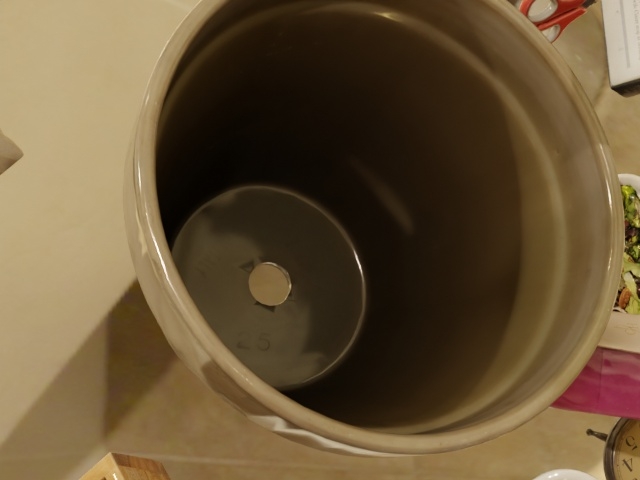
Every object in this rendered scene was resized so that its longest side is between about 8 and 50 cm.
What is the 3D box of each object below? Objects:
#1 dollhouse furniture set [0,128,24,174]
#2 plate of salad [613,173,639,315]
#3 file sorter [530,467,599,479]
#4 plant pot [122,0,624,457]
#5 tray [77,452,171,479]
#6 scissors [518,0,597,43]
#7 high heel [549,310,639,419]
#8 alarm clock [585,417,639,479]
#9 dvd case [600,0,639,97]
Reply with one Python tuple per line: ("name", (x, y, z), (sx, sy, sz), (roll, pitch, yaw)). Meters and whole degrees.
("dollhouse furniture set", (-0.346, -0.108, 0.837), (0.129, 0.183, 0.129), (-41, 38, -3))
("plate of salad", (0.347, 0.022, 1.294), (0.200, 0.048, 0.199), (6, 97, 63))
("file sorter", (0.129, 0.235, 0.475), (0.173, 0.278, 0.193), (-42, 90, 1))
("plant pot", (0.000, 0.000, 0.791), (0.280, 0.323, 0.323), (144, 119, -64))
("tray", (-0.236, 0.367, 0.821), (0.411, 0.076, 0.203), (-41, 59, 10))
("scissors", (0.395, -0.351, 1.653), (0.021, 0.297, 0.109), (45, 146, 37))
("high heel", (0.280, 0.146, 1.035), (0.377, 0.127, 0.181), (36, 116, -2))
("alarm clock", (0.358, 0.237, 1.088), (0.129, 0.064, 0.192), (-36, 54, 10))
("dvd case", (0.266, -0.194, 0.613), (0.239, 0.030, 0.179), (-14, 72, 39))
